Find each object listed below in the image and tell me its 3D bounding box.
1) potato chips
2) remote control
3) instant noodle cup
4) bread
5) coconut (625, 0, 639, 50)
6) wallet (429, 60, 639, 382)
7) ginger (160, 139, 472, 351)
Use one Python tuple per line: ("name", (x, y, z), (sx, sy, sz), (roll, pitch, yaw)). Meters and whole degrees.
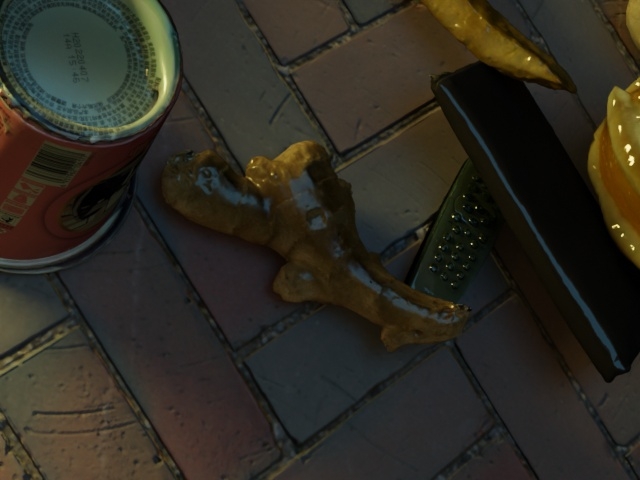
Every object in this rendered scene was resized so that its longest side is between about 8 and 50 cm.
("potato chips", (0.132, -0.304, 1.402), (0.407, 0.080, 0.057), (54, 21, 9))
("remote control", (0.147, -0.001, 1.364), (0.072, 0.042, 0.222), (39, 61, -14))
("instant noodle cup", (-0.232, -0.115, 1.084), (0.244, 0.255, 0.244), (9, 69, -24))
("bread", (0.468, -0.046, 1.437), (0.341, 0.210, 0.300), (-9, 53, -50))
("coconut", (0.467, -0.292, 1.524), (0.194, 0.194, 0.194), (8, 72, -25))
("wallet", (0.250, -0.037, 1.385), (0.377, 0.051, 0.197), (59, 32, -1))
("ginger", (0.000, 0.000, 1.264), (0.333, 0.081, 0.148), (41, 62, -7))
